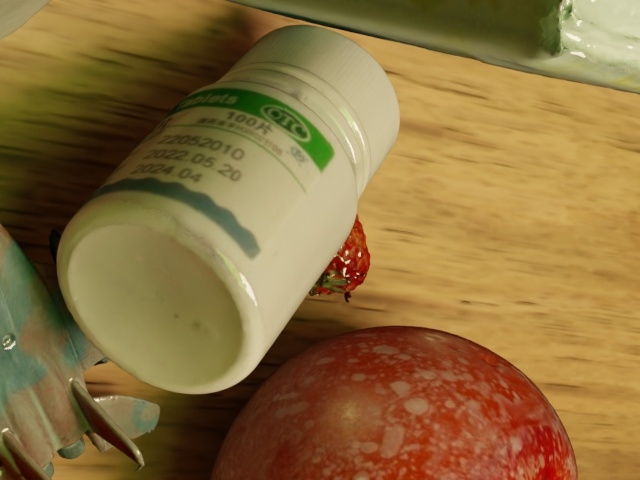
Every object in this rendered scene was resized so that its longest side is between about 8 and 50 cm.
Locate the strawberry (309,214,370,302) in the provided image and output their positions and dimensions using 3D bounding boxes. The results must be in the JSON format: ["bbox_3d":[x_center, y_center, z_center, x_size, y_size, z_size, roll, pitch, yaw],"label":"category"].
[{"bbox_3d":[0.000,0.000,1.186,0.073,0.073,0.083,32,51,-41],"label":"strawberry"}]

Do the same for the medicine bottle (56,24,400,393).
[{"bbox_3d":[-0.047,-0.028,1.040,0.237,0.139,0.139,-55,136,-45],"label":"medicine bottle"}]

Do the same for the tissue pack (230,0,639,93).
[{"bbox_3d":[0.101,-0.181,0.985,0.287,0.388,0.162,3,102,-39],"label":"tissue pack"}]

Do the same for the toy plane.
[{"bbox_3d":[-0.205,0.033,1.007,0.223,0.104,0.326,-38,121,-24],"label":"toy plane"}]

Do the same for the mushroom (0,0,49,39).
[{"bbox_3d":[-0.287,-0.101,0.849,0.351,0.097,0.109,-22,101,-12],"label":"mushroom"}]

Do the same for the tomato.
[{"bbox_3d":[0.042,0.181,1.172,0.270,0.227,0.270,-37,148,-28],"label":"tomato"}]
